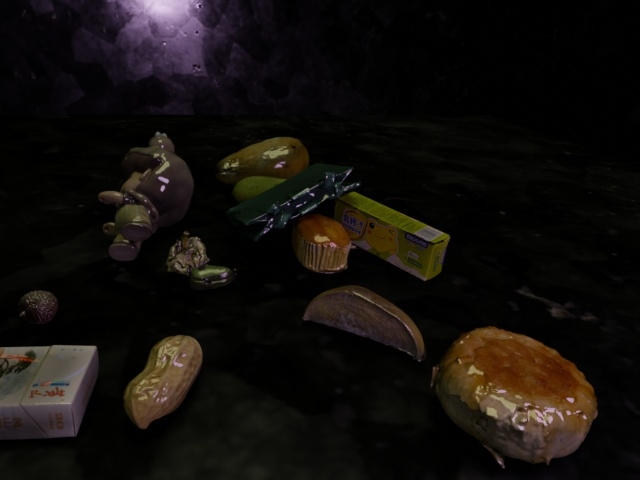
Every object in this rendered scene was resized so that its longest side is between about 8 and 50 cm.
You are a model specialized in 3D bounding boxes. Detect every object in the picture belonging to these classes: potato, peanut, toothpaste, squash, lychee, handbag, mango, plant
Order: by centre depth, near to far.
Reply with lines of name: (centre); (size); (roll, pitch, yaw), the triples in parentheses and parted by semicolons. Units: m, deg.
peanut: (-0.243, 0.213, 0.850); (0.083, 0.094, 0.194); (21, 22, 1)
lychee: (-0.537, 0.128, 1.023); (0.067, 0.068, 0.083); (47, 21, -7)
potato: (0.101, 0.135, 1.082); (0.261, 0.100, 0.120); (15, 26, 21)
handbag: (-0.243, 0.080, 1.206); (0.111, 0.047, 0.072); (-2, 25, -10)
plant: (-0.318, 0.019, 1.251); (0.104, 0.122, 0.116); (-26, 44, -32)
toothpaste: (0.174, -0.018, 1.400); (0.327, 0.110, 0.077); (28, 37, 34)
handbag: (-0.079, -0.109, 1.429); (0.326, 0.090, 0.238); (-28, 16, -18)
squash: (-0.181, -0.137, 1.639); (0.186, 0.123, 0.123); (8, 23, 19)
mango: (-0.200, -0.257, 1.865); (0.329, 0.176, 0.176); (-17, -8, -4)

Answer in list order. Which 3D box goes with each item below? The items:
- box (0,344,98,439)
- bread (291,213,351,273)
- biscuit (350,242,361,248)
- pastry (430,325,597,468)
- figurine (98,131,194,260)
box: (-0.470, 0.225, 0.806); (0.232, 0.067, 0.149); (1, 24, -10)
bread: (0.000, 0.000, 1.369); (0.132, 0.114, 0.190); (-3, 30, -22)
biscuit: (0.100, 0.006, 1.480); (0.147, 0.019, 0.071); (0, 27, -15)
pastry: (0.306, 0.243, 0.858); (0.235, 0.121, 0.256); (27, 30, 34)
figurine: (-0.448, -0.106, 1.404); (0.203, 0.249, 0.381); (9, 36, -5)
